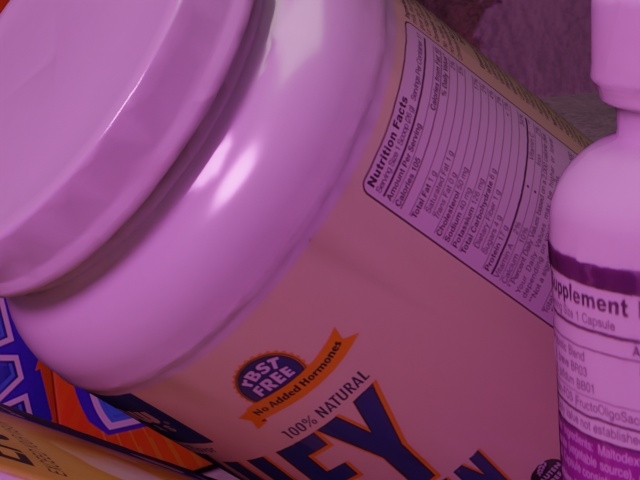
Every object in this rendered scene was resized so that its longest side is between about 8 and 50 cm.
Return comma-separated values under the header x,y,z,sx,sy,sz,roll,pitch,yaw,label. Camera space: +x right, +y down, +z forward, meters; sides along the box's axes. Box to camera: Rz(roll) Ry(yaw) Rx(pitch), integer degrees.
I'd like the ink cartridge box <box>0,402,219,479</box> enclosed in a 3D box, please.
x,y,z,sx,sy,sz,roll,pitch,yaw,label
-0.134,0.106,0.777,0.307,0.072,0.303,24,-4,-21,ink cartridge box

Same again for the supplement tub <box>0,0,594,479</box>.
x,y,z,sx,sy,sz,roll,pitch,yaw,label
0.000,0.000,0.884,0.325,0.235,0.235,34,-9,-29,supplement tub

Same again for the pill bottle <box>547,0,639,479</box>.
x,y,z,sx,sy,sz,roll,pitch,yaw,label
0.180,0.044,0.759,0.169,0.302,0.169,-4,11,1,pill bottle

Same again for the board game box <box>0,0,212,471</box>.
x,y,z,sx,sy,sz,roll,pitch,yaw,label
-0.273,-0.032,1.167,0.356,0.356,0.356,-13,14,-39,board game box
